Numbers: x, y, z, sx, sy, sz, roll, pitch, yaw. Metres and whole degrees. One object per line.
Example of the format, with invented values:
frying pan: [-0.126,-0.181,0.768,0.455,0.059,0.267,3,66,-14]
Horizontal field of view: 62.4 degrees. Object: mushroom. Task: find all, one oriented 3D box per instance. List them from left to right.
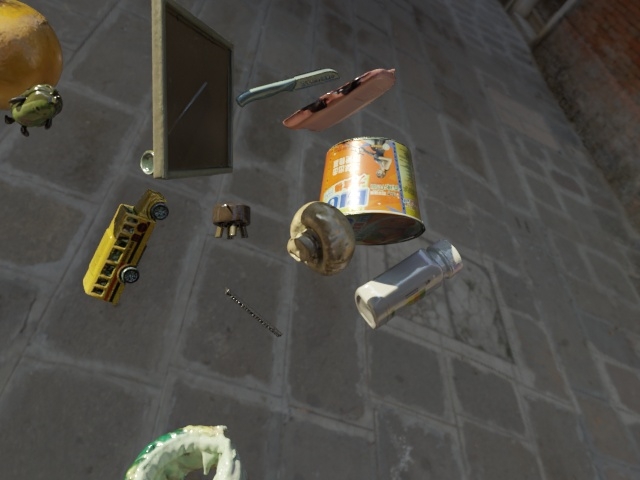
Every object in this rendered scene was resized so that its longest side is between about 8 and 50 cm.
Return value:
mushroom: [0.000,0.000,1.147,0.127,0.166,0.166,-36,76,-32]

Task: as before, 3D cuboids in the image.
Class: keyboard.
keyboard: [-0.182,0.193,1.427,0.195,0.018,0.060,43,-6,-12]

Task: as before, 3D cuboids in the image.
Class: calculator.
calculator: [0.066,-0.387,1.477,0.220,0.329,0.048,-16,82,-63]

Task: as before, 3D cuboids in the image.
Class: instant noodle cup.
instant noodle cup: [0.122,-0.124,1.371,0.296,0.296,0.214,10,72,-31]

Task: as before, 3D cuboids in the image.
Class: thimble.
thimble: [-0.298,0.561,1.197,0.254,0.167,0.288,23,48,27]

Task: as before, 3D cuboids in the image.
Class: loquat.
loquat: [-0.718,-0.425,1.188,0.263,0.263,0.263,21,40,-20]

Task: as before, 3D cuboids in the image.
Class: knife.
knife: [-0.049,-0.260,0.886,0.210,0.028,0.015,-25,48,-27]

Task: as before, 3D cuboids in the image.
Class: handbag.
handbag: [-0.467,-0.220,0.870,0.072,0.111,0.047,42,37,-44]

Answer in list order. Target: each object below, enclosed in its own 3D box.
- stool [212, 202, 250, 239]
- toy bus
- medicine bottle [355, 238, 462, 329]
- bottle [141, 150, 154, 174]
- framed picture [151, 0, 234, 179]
stool: [-0.292,-0.065,1.768,0.125,0.217,0.121,-2,85,-1]
toy bus: [-0.554,0.009,1.508,0.123,0.336,0.121,24,6,-32]
medicine bottle: [0.241,0.115,1.441,0.296,0.161,0.111,-32,59,-15]
bottle: [-0.490,-0.268,1.862,0.082,0.082,0.286,53,30,19]
framed picture: [-0.188,-0.219,0.828,0.020,0.241,0.324,3,10,6]
